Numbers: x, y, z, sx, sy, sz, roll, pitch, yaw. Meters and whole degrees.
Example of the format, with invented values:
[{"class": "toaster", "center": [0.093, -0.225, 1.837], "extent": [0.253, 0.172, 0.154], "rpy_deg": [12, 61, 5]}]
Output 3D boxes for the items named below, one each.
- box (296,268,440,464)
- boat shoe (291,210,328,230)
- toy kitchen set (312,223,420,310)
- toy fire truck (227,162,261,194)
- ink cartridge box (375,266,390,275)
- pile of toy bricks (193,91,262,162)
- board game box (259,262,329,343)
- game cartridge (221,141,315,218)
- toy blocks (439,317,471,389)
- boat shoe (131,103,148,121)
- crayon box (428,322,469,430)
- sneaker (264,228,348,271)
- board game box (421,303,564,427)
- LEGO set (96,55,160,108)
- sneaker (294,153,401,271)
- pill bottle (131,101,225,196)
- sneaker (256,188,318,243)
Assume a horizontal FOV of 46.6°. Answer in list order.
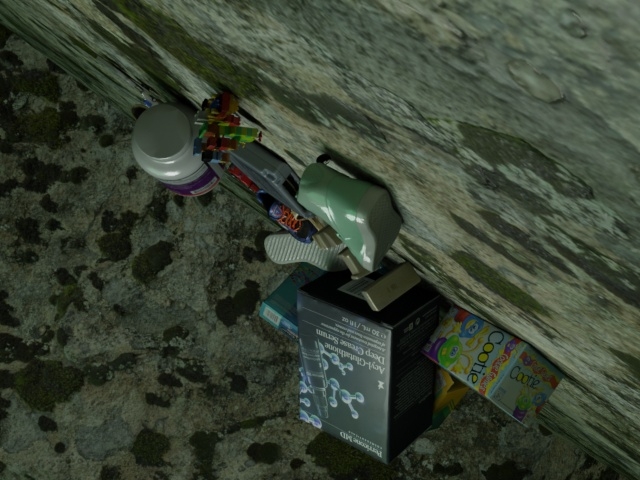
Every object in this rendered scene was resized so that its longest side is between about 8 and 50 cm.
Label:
[{"class": "box", "center": [0.116, 0.300, 1.874], "extent": [0.293, 0.395, 0.212], "rpy_deg": [18, -150, 36]}, {"class": "boat shoe", "center": [-0.042, -0.074, 1.793], "extent": [0.170, 0.059, 0.063], "rpy_deg": [33, 175, 36]}, {"class": "toy kitchen set", "center": [0.098, 0.038, 1.677], "extent": [0.207, 0.122, 0.166], "rpy_deg": [58, 167, -5]}, {"class": "toy fire truck", "center": [-0.158, -0.147, 2.013], "extent": [0.192, 0.047, 0.135], "rpy_deg": [39, 175, -20]}, {"class": "ink cartridge box", "center": [0.090, 0.155, 2.084], "extent": [0.134, 0.231, 0.078], "rpy_deg": [35, 175, 15]}, {"class": "pile of toy bricks", "center": [-0.155, -0.188, 1.295], "extent": [0.105, 0.118, 0.212], "rpy_deg": [4, 176, -18]}, {"class": "board game box", "center": [0.021, 0.173, 2.224], "extent": [0.254, 0.336, 0.079], "rpy_deg": [36, 142, 12]}, {"class": "game cartridge", "center": [-0.121, -0.151, 1.640], "extent": [0.196, 0.060, 0.294], "rpy_deg": [31, 174, 21]}, {"class": "toy blocks", "center": [0.433, 0.371, 2.192], "extent": [0.261, 0.191, 0.381], "rpy_deg": [26, 167, -6]}, {"class": "boat shoe", "center": [-0.492, -0.336, 2.236], "extent": [0.089, 0.104, 0.285], "rpy_deg": [36, 178, -41]}, {"class": "crayon box", "center": [0.292, 0.359, 1.995], "extent": [0.323, 0.083, 0.203], "rpy_deg": [108, 145, -51]}, {"class": "sneaker", "center": [0.000, 0.000, 1.947], "extent": [0.321, 0.127, 0.126], "rpy_deg": [5, 115, 45]}, {"class": "board game box", "center": [0.380, 0.276, 1.677], "extent": [0.144, 0.142, 0.275], "rpy_deg": [38, 176, -27]}, {"class": "LEGO set", "center": [-0.474, -0.379, 1.971], "extent": [0.244, 0.060, 0.182], "rpy_deg": [35, 179, 9]}, {"class": "sneaker", "center": [0.041, -0.044, 1.189], "extent": [0.151, 0.094, 0.256], "rpy_deg": [29, 164, 20]}, {"class": "pill bottle", "center": [-0.337, -0.218, 1.768], "extent": [0.181, 0.181, 0.323], "rpy_deg": [36, 175, 6]}, {"class": "sneaker", "center": [-0.088, -0.063, 1.870], "extent": [0.087, 0.083, 0.221], "rpy_deg": [8, -155, -49]}]
